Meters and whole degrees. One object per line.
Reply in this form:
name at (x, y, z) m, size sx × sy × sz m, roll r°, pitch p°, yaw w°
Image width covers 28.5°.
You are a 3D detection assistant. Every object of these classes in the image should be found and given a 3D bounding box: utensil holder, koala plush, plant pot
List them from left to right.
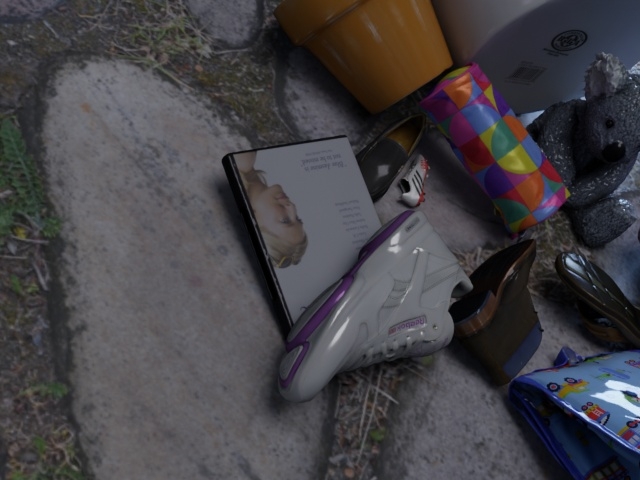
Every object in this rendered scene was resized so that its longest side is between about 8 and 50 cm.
plant pot at (0.073, -0.277, 1.660) m, size 0.205 × 0.205 × 0.188 m, roll -37°, pitch 96°, yaw -41°
utensil holder at (0.280, -0.420, 1.779) m, size 0.327 × 0.327 × 0.386 m, roll -2°, pitch 61°, yaw -31°
koala plush at (0.390, -0.150, 1.720) m, size 0.196 × 0.221 × 0.203 m, roll 31°, pitch 48°, yaw -7°

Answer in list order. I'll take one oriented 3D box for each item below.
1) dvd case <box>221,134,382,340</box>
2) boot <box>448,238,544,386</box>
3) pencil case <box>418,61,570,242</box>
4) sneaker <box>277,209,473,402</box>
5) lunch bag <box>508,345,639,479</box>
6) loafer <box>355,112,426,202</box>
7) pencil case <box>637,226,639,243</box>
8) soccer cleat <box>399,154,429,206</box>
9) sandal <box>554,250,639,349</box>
dvd case at (0.000, 0.000, 1.502) m, size 0.180 × 0.022 × 0.253 m, roll -12°, pitch 75°, yaw -35°
boot at (0.235, 0.087, 1.584) m, size 0.106 × 0.082 × 0.219 m, roll 58°, pitch 43°, yaw -12°
pencil case at (0.226, -0.115, 1.647) m, size 0.104 × 0.104 × 0.236 m, roll -40°, pitch 98°, yaw -41°
sneaker at (0.073, 0.092, 1.417) m, size 0.152 × 0.114 × 0.305 m, roll 47°, pitch 53°, yaw -4°
lunch bag at (0.381, 0.220, 1.501) m, size 0.221 × 0.138 × 0.293 m, roll -9°, pitch 40°, yaw -36°
loafer at (0.084, -0.110, 1.626) m, size 0.062 × 0.061 × 0.170 m, roll 37°, pitch 49°, yaw -4°
pencil case at (0.551, 0.118, 1.655) m, size 0.160 × 0.167 × 0.386 m, roll -15°, pitch 64°, yaw 1°
soccer cleat at (0.121, -0.082, 1.650) m, size 0.035 × 0.029 × 0.083 m, roll 22°, pitch 55°, yaw -20°
sandal at (0.380, 0.101, 1.654) m, size 0.219 × 0.060 × 0.090 m, roll 38°, pitch 27°, yaw -22°
